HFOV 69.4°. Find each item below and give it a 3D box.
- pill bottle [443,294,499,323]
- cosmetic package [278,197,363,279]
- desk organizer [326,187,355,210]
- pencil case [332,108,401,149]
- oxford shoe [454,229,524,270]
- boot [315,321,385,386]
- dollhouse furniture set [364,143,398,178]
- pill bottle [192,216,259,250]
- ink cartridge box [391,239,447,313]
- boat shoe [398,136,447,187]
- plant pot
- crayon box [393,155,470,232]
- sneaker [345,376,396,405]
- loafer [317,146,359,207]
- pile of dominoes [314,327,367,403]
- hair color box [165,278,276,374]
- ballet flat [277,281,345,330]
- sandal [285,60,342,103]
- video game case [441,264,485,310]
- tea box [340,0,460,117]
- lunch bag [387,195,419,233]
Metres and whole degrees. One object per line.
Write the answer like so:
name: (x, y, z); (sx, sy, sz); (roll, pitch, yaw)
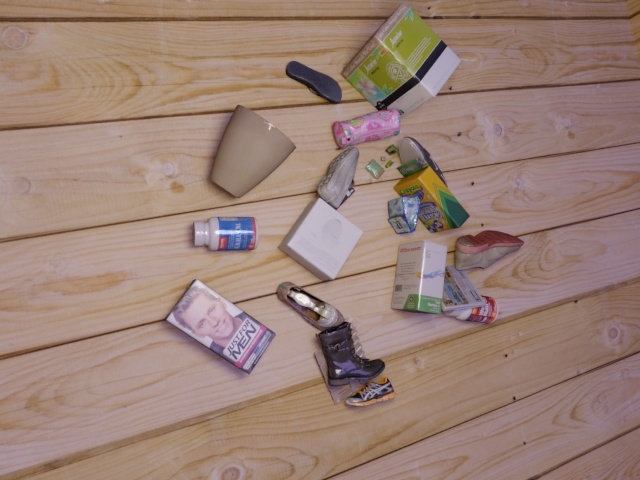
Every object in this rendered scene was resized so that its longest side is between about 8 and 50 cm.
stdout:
pill bottle: (0.649, 0.290, 2.005); (0.222, 0.121, 0.121); (11, 81, -20)
cosmetic package: (0.000, 0.000, 1.778); (0.224, 0.138, 0.224); (38, 71, -13)
desk organizer: (0.076, -0.173, 1.872); (0.130, 0.050, 0.047); (-45, 101, -19)
pencil case: (0.190, -0.458, 1.900); (0.284, 0.124, 0.124); (-18, 91, -19)
oxford shoe: (0.753, 0.046, 2.089); (0.398, 0.140, 0.146); (-5, 117, -26)
boot: (0.121, 0.422, 1.769); (0.263, 0.091, 0.228); (-11, 96, -22)
dollhouse furniture set: (0.267, -0.335, 1.957); (0.076, 0.059, 0.151); (45, 71, -11)
pill bottle: (-0.341, -0.024, 1.658); (0.222, 0.124, 0.124); (-2, 85, -21)
ink cartridge box: (0.400, 0.152, 1.881); (0.117, 0.201, 0.277); (12, 80, -20)
boat shoe: (0.447, -0.315, 1.995); (0.335, 0.112, 0.095); (55, 52, -20)
plant pot: (-0.272, -0.300, 1.669); (0.257, 0.256, 0.273); (35, 89, -14)
crayon box: (0.444, -0.182, 1.932); (0.083, 0.203, 0.323); (-44, 100, -19)
sneaker: (0.192, 0.603, 1.826); (0.215, 0.084, 0.083); (-7, 75, -26)
loafer: (0.086, -0.254, 1.827); (0.111, 0.112, 0.319); (50, 48, -24)
pile of dominoes: (0.089, 0.488, 1.828); (0.196, 0.040, 0.250); (-25, 102, -22)
hair color box: (-0.350, 0.304, 1.630); (0.347, 0.105, 0.173); (37, 73, -13)
ballet flat: (-0.024, 0.262, 1.758); (0.316, 0.106, 0.107); (31, 75, -16)
sandal: (-0.023, -0.646, 1.890); (0.255, 0.054, 0.097); (31, 67, -5)
video game case: (0.557, 0.197, 1.958); (0.207, 0.026, 0.226); (-3, 45, -21)
tea box: (0.314, -0.701, 1.869); (0.324, 0.329, 0.220); (41, 73, -11)
lunch bag: (0.346, -0.104, 1.926); (0.097, 0.129, 0.151); (-5, 88, -20)
